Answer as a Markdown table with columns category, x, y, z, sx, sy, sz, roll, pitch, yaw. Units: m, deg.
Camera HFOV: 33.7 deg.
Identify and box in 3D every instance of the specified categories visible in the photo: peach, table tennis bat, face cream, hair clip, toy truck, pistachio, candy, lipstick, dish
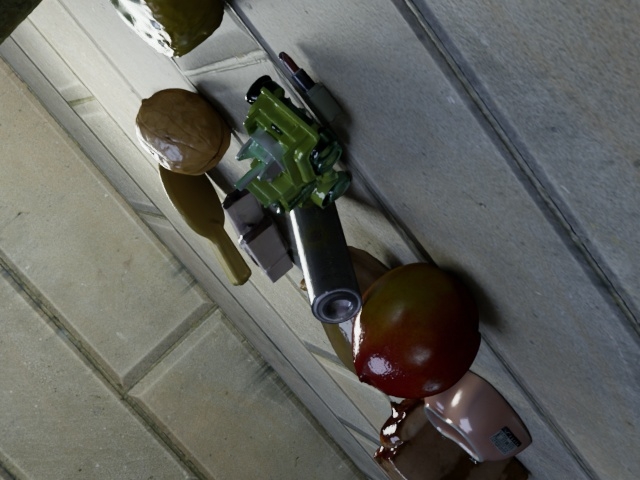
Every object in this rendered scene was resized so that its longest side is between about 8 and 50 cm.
| category | x | y | z | sx | sy | sz | roll | pitch | yaw |
| --- | --- | --- | --- | --- | --- | --- | --- | --- | --- |
| peach | 0.129 | 0.133 | 1.479 | 0.197 | 0.197 | 0.197 | 44 | 167 | 13 |
| table tennis bat | -0.236 | -0.049 | 2.191 | 0.321 | 0.050 | 0.198 | 60 | -162 | -2 |
| face cream | 0.000 | 0.000 | 1.549 | 0.283 | 0.073 | 0.073 | -104 | -13 | -48 |
| hair clip | -0.118 | -0.004 | 2.102 | 0.101 | 0.085 | 0.331 | 45 | 173 | 18 |
| toy truck | -0.052 | -0.105 | 1.439 | 0.128 | 0.135 | 0.259 | 42 | 178 | 14 |
| pistachio | 0.072 | 0.120 | 1.705 | 0.260 | 0.163 | 0.212 | 51 | 133 | -7 |
| candy | -0.232 | -0.357 | 1.370 | 0.260 | 0.118 | 0.260 | 49 | 171 | 10 |
| lipstick | -0.016 | -0.196 | 1.337 | 0.107 | 0.025 | 0.025 | 50 | 167 | -13 |
| dish | 0.253 | 0.305 | 1.821 | 0.213 | 0.090 | 0.213 | 44 | 166 | 14 |

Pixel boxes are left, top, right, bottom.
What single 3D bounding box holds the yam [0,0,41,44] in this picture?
| category | x | y | z | sx | sy | sz | roll | pitch | yaw |
| --- | --- | --- | --- | --- | --- | --- | --- | --- | --- |
| yam | -0.565 | -0.436 | 1.805 | 0.168 | 0.304 | 0.168 | 34 | 163 | 11 |

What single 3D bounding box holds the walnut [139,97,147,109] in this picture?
| category | x | y | z | sx | sy | sz | roll | pitch | yaw |
| --- | --- | --- | --- | --- | --- | --- | --- | --- | --- |
| walnut | -0.308 | -0.219 | 2.104 | 0.143 | 0.069 | 0.170 | 52 | 164 | -20 |

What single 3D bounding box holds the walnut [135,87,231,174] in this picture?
| category | x | y | z | sx | sy | sz | roll | pitch | yaw |
| --- | --- | --- | --- | --- | --- | --- | --- | --- | --- |
| walnut | -0.239 | -0.189 | 1.832 | 0.180 | 0.144 | 0.144 | 33 | 163 | 18 |

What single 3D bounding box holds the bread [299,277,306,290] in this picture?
| category | x | y | z | sx | sy | sz | roll | pitch | yaw |
| --- | --- | --- | --- | --- | --- | --- | --- | --- | --- |
| bread | -0.008 | 0.088 | 2.117 | 0.083 | 0.047 | 0.036 | -171 | 70 | -67 |

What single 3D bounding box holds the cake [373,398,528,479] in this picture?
| category | x | y | z | sx | sy | sz | roll | pitch | yaw |
| --- | --- | --- | --- | --- | --- | --- | --- | --- | --- |
| cake | 0.220 | 0.418 | 2.022 | 0.293 | 0.196 | 0.199 | 46 | 169 | -1 |
